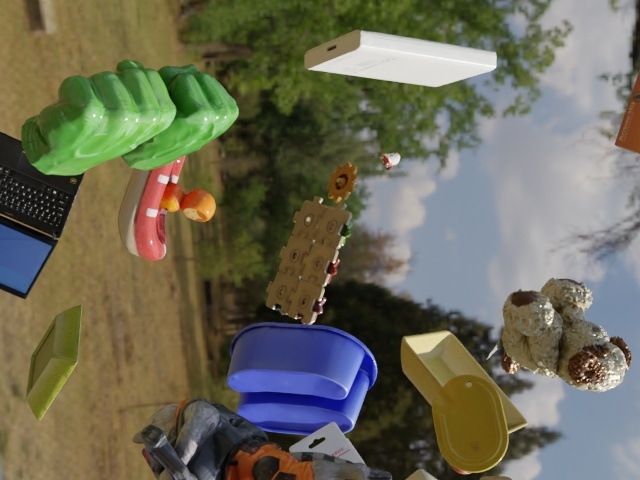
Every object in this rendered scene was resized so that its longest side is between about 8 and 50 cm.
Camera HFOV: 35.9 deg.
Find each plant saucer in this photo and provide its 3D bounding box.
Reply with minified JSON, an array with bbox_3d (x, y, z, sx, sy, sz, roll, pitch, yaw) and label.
[{"bbox_3d":[-0.567,0.249,2.084,0.188,0.045,0.188,-53,-153,25],"label":"plant saucer"},{"bbox_3d":[0.353,0.387,2.544,0.333,0.081,0.333,50,21,20],"label":"plant saucer"}]

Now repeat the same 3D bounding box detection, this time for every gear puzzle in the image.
[{"bbox_3d":[0.000,0.000,2.011,0.175,0.044,0.339,17,-94,51],"label":"gear puzzle"}]

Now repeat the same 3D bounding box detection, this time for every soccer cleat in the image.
[{"bbox_3d":[0.137,-0.158,1.914,0.029,0.036,0.083,55,2,10],"label":"soccer cleat"}]

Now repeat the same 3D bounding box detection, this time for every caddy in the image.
[{"bbox_3d":[-0.047,0.296,2.210,0.179,0.341,0.241,-72,159,-47],"label":"caddy"}]

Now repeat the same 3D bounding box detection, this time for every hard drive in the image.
[{"bbox_3d":[0.152,-0.345,1.892,0.203,0.308,0.040,-5,-96,60],"label":"hard drive"}]

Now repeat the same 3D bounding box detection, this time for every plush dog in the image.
[{"bbox_3d":[0.467,0.208,1.869,0.225,0.262,0.210,30,-67,32],"label":"plush dog"}]

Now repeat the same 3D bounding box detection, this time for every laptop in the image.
[{"bbox_3d":[-0.642,-0.060,1.999,0.136,0.234,0.264,-82,-163,-71],"label":"laptop"}]

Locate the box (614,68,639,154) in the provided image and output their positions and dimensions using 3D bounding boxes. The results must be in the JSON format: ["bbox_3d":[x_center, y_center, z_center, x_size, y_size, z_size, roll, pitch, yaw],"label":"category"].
[{"bbox_3d":[0.505,-0.164,1.350,0.170,0.091,0.130,-141,-117,-64],"label":"box"}]

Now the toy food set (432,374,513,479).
[{"bbox_3d":[0.278,0.359,1.806,0.071,0.128,0.217,63,18,-64],"label":"toy food set"}]

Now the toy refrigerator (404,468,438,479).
[{"bbox_3d":[0.178,0.392,1.197,0.269,0.102,0.094,41,12,-35],"label":"toy refrigerator"}]

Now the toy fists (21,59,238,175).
[{"bbox_3d":[-0.204,-0.145,1.134,0.279,0.142,0.096,-10,80,-59],"label":"toy fists"}]

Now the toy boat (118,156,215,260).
[{"bbox_3d":[-0.258,-0.072,1.735,0.151,0.151,0.231,-81,-170,-85],"label":"toy boat"}]

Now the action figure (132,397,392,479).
[{"bbox_3d":[-0.092,0.317,1.288,0.178,0.330,0.341,-54,158,-32],"label":"action figure"}]

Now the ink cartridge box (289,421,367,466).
[{"bbox_3d":[0.029,0.415,1.694,0.180,0.104,0.060,54,-27,20],"label":"ink cartridge box"}]
